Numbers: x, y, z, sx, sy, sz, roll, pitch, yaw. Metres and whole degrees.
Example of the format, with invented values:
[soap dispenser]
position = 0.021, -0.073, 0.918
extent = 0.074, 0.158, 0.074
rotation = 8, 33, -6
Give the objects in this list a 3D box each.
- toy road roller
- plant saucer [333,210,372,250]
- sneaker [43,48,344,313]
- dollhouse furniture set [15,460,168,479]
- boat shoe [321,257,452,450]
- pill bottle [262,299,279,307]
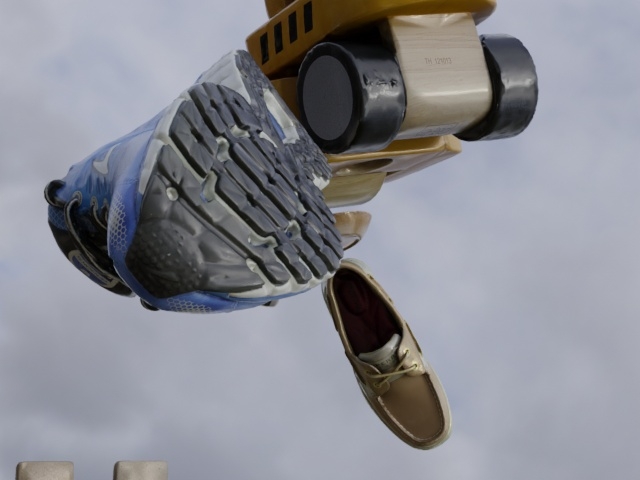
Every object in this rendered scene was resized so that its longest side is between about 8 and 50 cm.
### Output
[toy road roller]
position = 0.022, -0.172, 1.697
extent = 0.329, 0.203, 0.240
rotation = -27, -106, 54
[plant saucer]
position = 0.000, 0.000, 1.409
extent = 0.083, 0.083, 0.015
rotation = 135, -59, -63
[sneaker]
position = -0.078, -0.009, 1.078
extent = 0.129, 0.147, 0.330
rotation = 52, 9, -7
[dollhouse furniture set]
position = -0.265, 0.176, 1.323
extent = 0.259, 0.135, 0.262
rotation = 5, -8, -37
[boat shoe]
position = 0.039, 0.073, 1.210
extent = 0.135, 0.050, 0.045
rotation = 58, 2, 8
[pill bottle]
position = -0.093, 0.023, 1.796
extent = 0.116, 0.065, 0.065
rotation = 10, -25, -11
